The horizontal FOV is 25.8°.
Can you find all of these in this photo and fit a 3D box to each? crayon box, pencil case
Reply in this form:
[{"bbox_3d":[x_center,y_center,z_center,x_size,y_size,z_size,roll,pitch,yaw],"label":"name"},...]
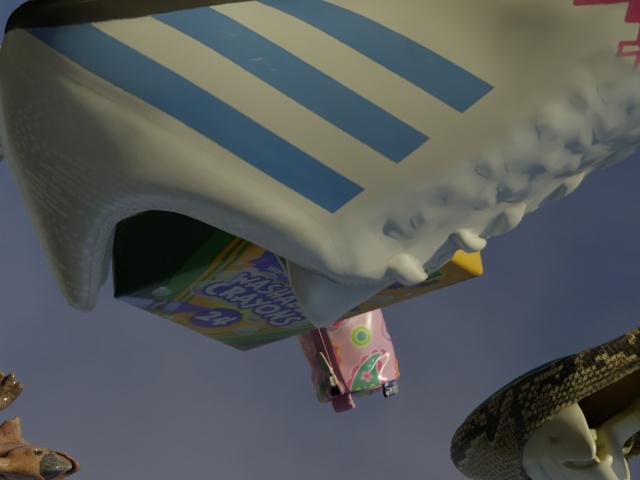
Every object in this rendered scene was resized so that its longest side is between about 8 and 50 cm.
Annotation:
[{"bbox_3d":[0.000,0.000,1.250,0.323,0.203,0.083,-20,-118,26],"label":"crayon box"},{"bbox_3d":[0.012,0.082,1.869,0.124,0.124,0.284,-17,-89,33],"label":"pencil case"}]

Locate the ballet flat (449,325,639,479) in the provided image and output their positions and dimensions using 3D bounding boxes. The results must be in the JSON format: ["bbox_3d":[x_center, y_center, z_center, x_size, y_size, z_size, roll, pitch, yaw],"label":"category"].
[{"bbox_3d":[0.366,0.182,1.574,0.483,0.164,0.182,-31,-147,13],"label":"ballet flat"}]

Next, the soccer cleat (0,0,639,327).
[{"bbox_3d":[0.047,-0.044,0.524,0.331,0.116,0.143,-5,-83,2],"label":"soccer cleat"}]

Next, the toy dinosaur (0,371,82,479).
[{"bbox_3d":[-0.299,0.193,0.985,0.296,0.200,0.127,-38,-102,7],"label":"toy dinosaur"}]

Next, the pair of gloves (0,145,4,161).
[{"bbox_3d":[-0.353,-0.084,1.083,0.240,0.204,0.042,-40,-146,59],"label":"pair of gloves"}]
